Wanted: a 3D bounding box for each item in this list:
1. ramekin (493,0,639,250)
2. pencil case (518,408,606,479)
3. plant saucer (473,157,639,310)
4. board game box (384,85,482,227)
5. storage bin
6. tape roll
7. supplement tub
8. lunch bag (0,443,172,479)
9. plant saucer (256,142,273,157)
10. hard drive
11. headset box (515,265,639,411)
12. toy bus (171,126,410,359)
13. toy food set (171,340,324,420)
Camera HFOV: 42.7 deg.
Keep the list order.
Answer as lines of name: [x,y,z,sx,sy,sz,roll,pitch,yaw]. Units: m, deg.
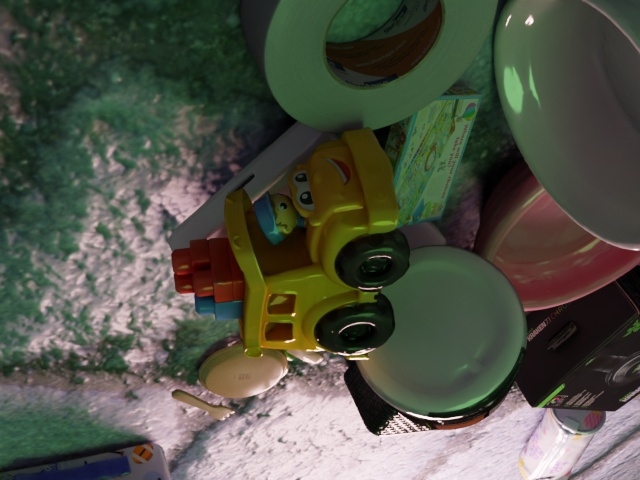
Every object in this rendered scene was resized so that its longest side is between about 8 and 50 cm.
ramekin: [0.302,-0.142,0.792,0.135,0.277,0.277,-28,144,-12]
pencil case: [0.498,0.415,1.707,0.124,0.113,0.273,-32,149,-31]
plant saucer: [0.344,-0.039,1.090,0.332,0.084,0.332,-16,143,-12]
board game box: [0.111,-0.089,0.884,0.103,0.026,0.154,-10,125,-40]
storage bin: [0.142,0.220,1.251,0.180,0.122,0.084,4,134,-34]
tape roll: [0.043,-0.201,0.722,0.219,0.072,0.219,-16,143,-13]
supplement tub: [0.150,0.133,1.014,0.194,0.193,0.316,-27,162,1]
lunch bag: [-0.365,0.408,1.188,0.304,0.115,0.243,-8,138,-25]
plant saucer: [-0.031,-0.044,0.915,0.067,0.018,0.192,-19,144,-10]
hard drive: [0.000,0.000,0.936,0.203,0.040,0.307,-40,144,12]
headset box: [0.471,0.162,1.370,0.283,0.131,0.246,13,128,-40]
toy bus: [-0.036,0.010,0.786,0.212,0.149,0.220,-2,137,-10]
toy food set: [-0.105,0.173,1.126,0.192,0.038,0.132,-34,136,19]
